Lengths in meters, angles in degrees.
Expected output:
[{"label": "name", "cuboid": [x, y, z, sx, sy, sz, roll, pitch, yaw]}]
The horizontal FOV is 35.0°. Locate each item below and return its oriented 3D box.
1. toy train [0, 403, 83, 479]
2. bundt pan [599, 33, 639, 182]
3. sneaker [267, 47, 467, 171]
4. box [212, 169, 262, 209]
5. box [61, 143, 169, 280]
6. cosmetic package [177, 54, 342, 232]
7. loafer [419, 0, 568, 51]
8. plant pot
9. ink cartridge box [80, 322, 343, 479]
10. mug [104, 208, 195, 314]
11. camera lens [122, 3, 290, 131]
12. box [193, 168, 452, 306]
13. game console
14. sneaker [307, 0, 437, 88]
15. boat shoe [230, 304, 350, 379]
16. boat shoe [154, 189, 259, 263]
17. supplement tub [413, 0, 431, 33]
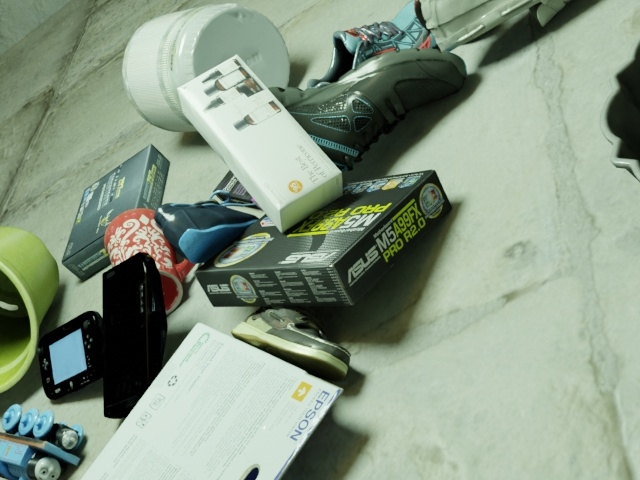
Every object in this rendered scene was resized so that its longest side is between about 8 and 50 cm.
[{"label": "toy train", "cuboid": [-0.416, 0.301, 1.469, 0.184, 0.080, 0.105, -2, 59, 47]}, {"label": "bundt pan", "cuboid": [0.429, -0.130, 0.913, 0.331, 0.124, 0.331, -30, 34, 23]}, {"label": "sneaker", "cuboid": [0.048, -0.165, 1.419, 0.341, 0.125, 0.139, -18, 76, 4]}, {"label": "box", "cuboid": [-0.096, -0.106, 1.623, 0.116, 0.029, 0.162, -54, 30, -15]}, {"label": "box", "cuboid": [-0.375, -0.056, 1.872, 0.183, 0.059, 0.232, -29, 34, 23]}, {"label": "cosmetic package", "cuboid": [-0.080, -0.129, 1.310, 0.099, 0.060, 0.239, -34, 64, -14]}, {"label": "loafer", "cuboid": [0.295, -0.347, 1.373, 0.319, 0.111, 0.112, -17, 19, 15]}, {"label": "plant pot", "cuboid": [-0.575, 0.097, 1.741, 0.276, 0.276, 0.254, -36, 10, 15]}, {"label": "ink cartridge box", "cuboid": [-0.143, 0.273, 1.174, 0.324, 0.071, 0.330, -53, 34, -15]}, {"label": "mug", "cuboid": [-0.261, 0.027, 1.583, 0.150, 0.113, 0.169, -41, 33, 10]}, {"label": "camera lens", "cuboid": [-0.210, -0.305, 1.819, 0.274, 0.219, 0.219, 8, 58, 54]}, {"label": "box", "cuboid": [0.000, 0.000, 1.278, 0.270, 0.060, 0.216, -5, 28, 49]}, {"label": "game console", "cuboid": [-0.329, 0.166, 1.488, 0.361, 0.044, 0.213, -27, 61, 46]}, {"label": "sneaker", "cuboid": [0.080, -0.283, 1.529, 0.262, 0.125, 0.104, -53, 31, -14]}, {"label": "boat shoe", "cuboid": [-0.032, 0.112, 1.225, 0.223, 0.080, 0.073, 5, 61, 59]}, {"label": "boat shoe", "cuboid": [-0.146, -0.025, 1.395, 0.109, 0.089, 0.258, -51, -12, 1]}, {"label": "supplement tub", "cuboid": [0.227, -0.396, 1.509, 0.106, 0.106, 0.198, 4, 55, 53]}]
